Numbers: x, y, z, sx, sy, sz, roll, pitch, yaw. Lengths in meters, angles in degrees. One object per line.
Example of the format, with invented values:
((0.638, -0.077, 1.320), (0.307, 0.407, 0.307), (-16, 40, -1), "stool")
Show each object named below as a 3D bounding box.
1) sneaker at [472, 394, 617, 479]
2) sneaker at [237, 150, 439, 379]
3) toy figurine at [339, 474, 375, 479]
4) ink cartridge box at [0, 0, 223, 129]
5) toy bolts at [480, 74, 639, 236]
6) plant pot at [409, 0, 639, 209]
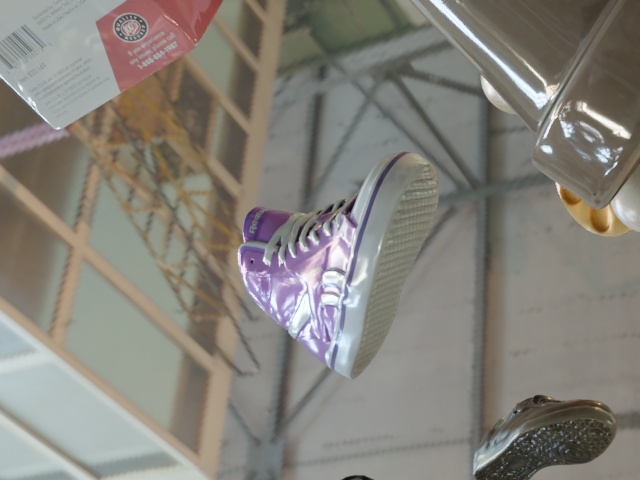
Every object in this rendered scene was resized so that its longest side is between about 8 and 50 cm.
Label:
((0.194, 0.161, 1.209), (0.188, 0.066, 0.071), (-40, -154, 53), "sneaker")
((-0.001, 0.001, 1.204), (0.161, 0.282, 0.102), (36, -129, 14), "sneaker")
((0.035, 0.332, 1.209), (0.213, 0.148, 0.209), (-38, -113, 10), "toy figurine")
((-0.152, -0.161, 0.670), (0.115, 0.198, 0.067), (-24, -149, 37), "ink cartridge box")
((0.228, -0.062, 1.069), (0.158, 0.218, 0.228), (-22, -139, -34), "toy bolts")
((0.153, -0.187, 0.835), (0.229, 0.263, 0.263), (36, -102, 8), "plant pot")
